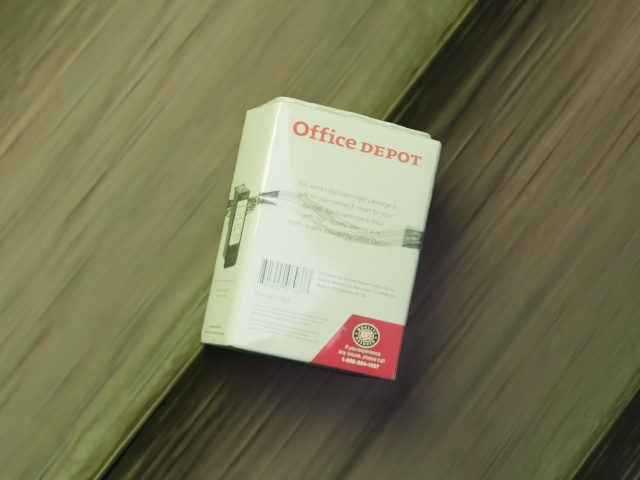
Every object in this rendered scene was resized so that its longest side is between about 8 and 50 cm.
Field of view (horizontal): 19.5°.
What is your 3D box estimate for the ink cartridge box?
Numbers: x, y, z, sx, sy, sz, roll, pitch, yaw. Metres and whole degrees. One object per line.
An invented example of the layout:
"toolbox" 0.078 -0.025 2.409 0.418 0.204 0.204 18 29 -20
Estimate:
"ink cartridge box" 0.000 0.000 1.120 0.109 0.063 0.150 14 84 -20
